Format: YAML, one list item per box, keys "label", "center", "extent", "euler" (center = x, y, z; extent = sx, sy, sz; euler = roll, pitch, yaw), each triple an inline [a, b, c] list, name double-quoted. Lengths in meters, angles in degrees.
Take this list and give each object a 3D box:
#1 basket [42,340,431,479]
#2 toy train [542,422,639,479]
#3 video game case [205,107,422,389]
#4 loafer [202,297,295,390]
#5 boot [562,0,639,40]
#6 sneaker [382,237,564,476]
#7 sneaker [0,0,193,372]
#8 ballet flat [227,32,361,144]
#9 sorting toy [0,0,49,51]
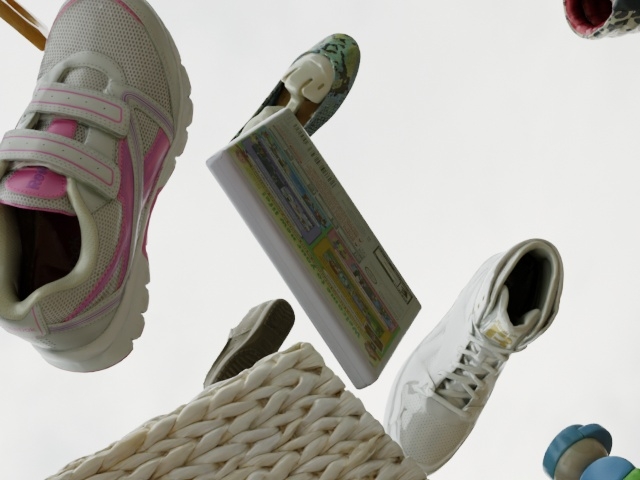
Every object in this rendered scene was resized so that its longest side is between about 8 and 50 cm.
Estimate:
- label: "basket"
  center: [-0.083, 0.315, 1.320]
  extent: [0.331, 0.266, 0.328]
  euler: [-28, -25, -32]
- label: "toy train"
  center: [0.280, 0.247, 1.305]
  extent: [0.105, 0.143, 0.248]
  euler: [-46, -45, -1]
- label: "video game case"
  center: [0.000, 0.000, 1.283]
  extent: [0.212, 0.023, 0.193]
  euler: [56, -160, -5]
- label: "loafer"
  center: [-0.083, 0.126, 1.762]
  extent: [0.148, 0.050, 0.056]
  euler: [-50, -63, -26]
- label: "boot"
  center: [0.270, -0.189, 0.993]
  extent: [0.178, 0.236, 0.085]
  euler: [-10, -101, -15]
- label: "sneaker"
  center: [0.167, 0.123, 1.744]
  extent: [0.292, 0.108, 0.169]
  euler: [-60, 1, -14]
- label: "sneaker"
  center: [-0.150, -0.045, 0.997]
  extent: [0.111, 0.103, 0.252]
  euler: [28, -115, -72]
- label: "ballet flat"
  center: [-0.029, -0.128, 1.546]
  extent: [0.188, 0.070, 0.070]
  euler: [-55, -37, 0]
- label: "sorting toy"
  center: [-0.350, -0.247, 1.188]
  extent: [0.348, 0.196, 0.047]
  euler: [41, -83, -10]
